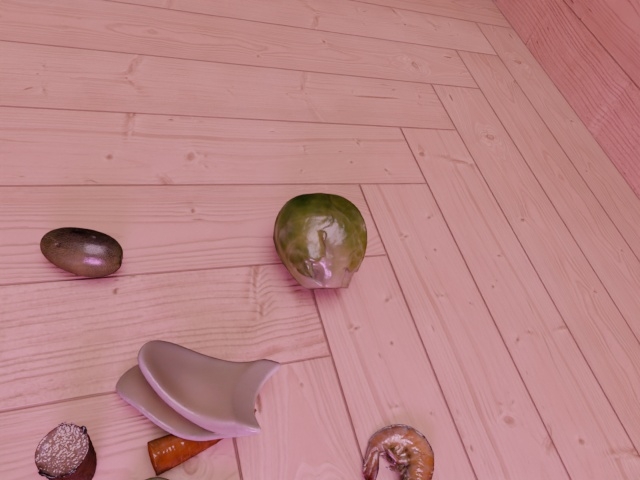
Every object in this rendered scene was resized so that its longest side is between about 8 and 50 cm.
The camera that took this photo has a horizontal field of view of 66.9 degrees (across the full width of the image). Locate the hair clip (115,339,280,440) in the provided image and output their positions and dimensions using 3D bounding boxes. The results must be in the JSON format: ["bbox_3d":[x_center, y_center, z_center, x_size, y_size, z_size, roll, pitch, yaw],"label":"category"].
[{"bbox_3d":[-0.235,0.274,0.897,0.282,0.113,0.172,20,30,-3],"label":"hair clip"}]

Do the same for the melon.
[{"bbox_3d":[-0.489,0.023,0.995,0.162,0.099,0.099,13,52,-7],"label":"melon"}]

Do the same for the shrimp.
[{"bbox_3d":[0.148,0.487,0.970,0.143,0.052,0.251,21,43,6],"label":"shrimp"}]

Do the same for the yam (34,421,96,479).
[{"bbox_3d":[-0.405,0.353,0.779,0.084,0.127,0.084,10,50,-12],"label":"yam"}]

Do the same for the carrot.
[{"bbox_3d":[-0.211,0.358,0.901,0.210,0.061,0.061,-15,64,-34],"label":"carrot"}]

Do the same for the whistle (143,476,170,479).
[{"bbox_3d":[-0.234,0.455,0.818,0.198,0.057,0.104,8,65,-20],"label":"whistle"}]

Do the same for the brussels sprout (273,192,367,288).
[{"bbox_3d":[0.000,0.000,1.154,0.244,0.244,0.244,11,53,-15],"label":"brussels sprout"}]
